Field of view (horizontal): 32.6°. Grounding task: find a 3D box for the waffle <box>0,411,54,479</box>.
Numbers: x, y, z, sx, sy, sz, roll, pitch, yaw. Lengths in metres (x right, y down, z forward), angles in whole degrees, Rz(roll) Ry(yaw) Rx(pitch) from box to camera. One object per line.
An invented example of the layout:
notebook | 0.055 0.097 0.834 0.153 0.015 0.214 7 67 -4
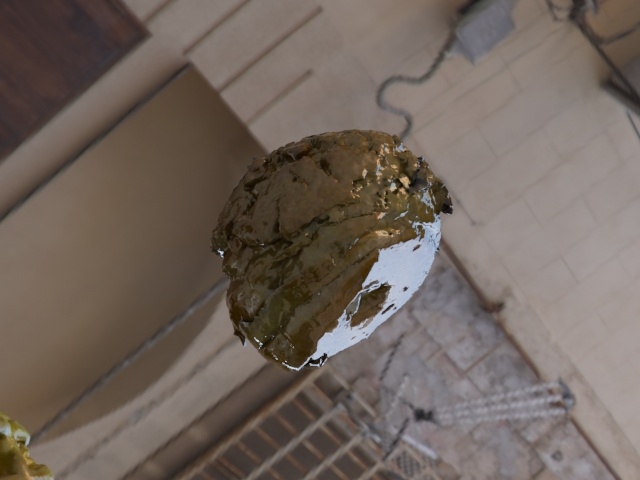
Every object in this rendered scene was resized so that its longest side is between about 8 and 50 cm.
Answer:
waffle | -0.304 0.231 0.723 0.062 0.329 0.329 -37 -154 58

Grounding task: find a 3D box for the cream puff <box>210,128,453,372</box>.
cream puff | 0.000 0.000 0.556 0.104 0.119 0.133 44 -50 24
